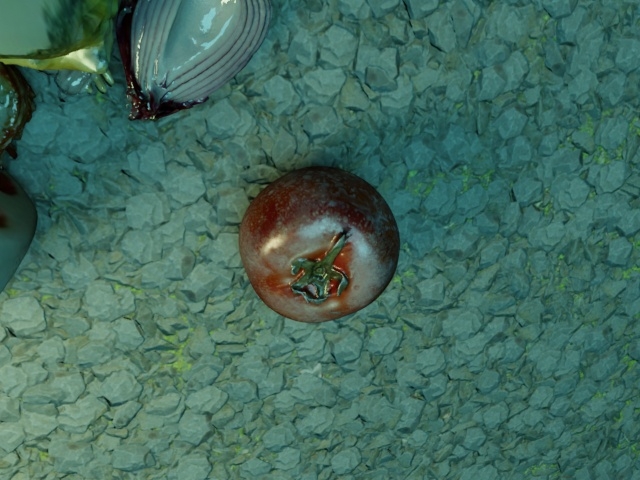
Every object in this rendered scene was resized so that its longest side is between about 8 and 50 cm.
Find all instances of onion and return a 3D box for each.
[{"bbox_3d":[-0.214,-0.305,0.994,0.283,0.120,0.227,-53,142,7],"label":"onion"}]

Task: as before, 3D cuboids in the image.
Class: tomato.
[{"bbox_3d":[0.000,0.000,1.149,0.271,0.227,0.270,0,123,1],"label":"tomato"}]

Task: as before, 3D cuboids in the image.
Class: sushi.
[{"bbox_3d":[-0.509,-0.251,0.933,0.130,0.124,0.332,-29,117,6],"label":"sushi"}]

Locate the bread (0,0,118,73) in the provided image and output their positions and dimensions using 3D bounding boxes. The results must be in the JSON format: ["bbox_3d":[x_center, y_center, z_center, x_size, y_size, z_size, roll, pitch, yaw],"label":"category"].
[{"bbox_3d":[-0.320,-0.373,0.733,0.240,0.264,0.395,2,119,-25],"label":"bread"}]

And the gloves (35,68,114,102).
[{"bbox_3d":[-0.375,-0.271,0.984,0.110,0.094,0.144,-33,138,7],"label":"gloves"}]

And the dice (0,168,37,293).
[{"bbox_3d":[-0.590,0.013,0.916,0.277,0.304,0.304,39,97,-27],"label":"dice"}]
